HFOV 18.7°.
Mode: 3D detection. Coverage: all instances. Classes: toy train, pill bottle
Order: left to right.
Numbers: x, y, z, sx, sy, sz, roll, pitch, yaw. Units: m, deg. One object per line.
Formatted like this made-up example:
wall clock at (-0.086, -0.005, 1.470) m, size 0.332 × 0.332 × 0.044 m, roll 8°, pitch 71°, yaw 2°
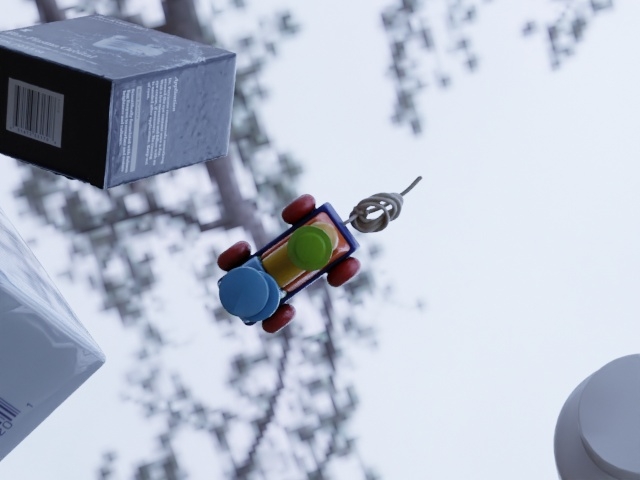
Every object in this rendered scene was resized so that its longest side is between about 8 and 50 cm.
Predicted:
toy train at (0.000, 0.000, 2.040) m, size 0.105 × 0.248 × 0.143 m, roll 54°, pitch 5°, yaw 1°
pill bottle at (0.329, 0.233, 1.951) m, size 0.181 × 0.181 × 0.323 m, roll 58°, pitch -6°, yaw 29°

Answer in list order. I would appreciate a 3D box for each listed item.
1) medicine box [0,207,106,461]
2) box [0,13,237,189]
medicine box at (-0.362, 0.078, 1.596) m, size 0.149 × 0.263 × 0.289 m, roll 45°, pitch 2°, yaw -45°
box at (-0.177, -0.116, 1.571) m, size 0.156 × 0.158 × 0.093 m, roll 19°, pitch -68°, yaw 31°
